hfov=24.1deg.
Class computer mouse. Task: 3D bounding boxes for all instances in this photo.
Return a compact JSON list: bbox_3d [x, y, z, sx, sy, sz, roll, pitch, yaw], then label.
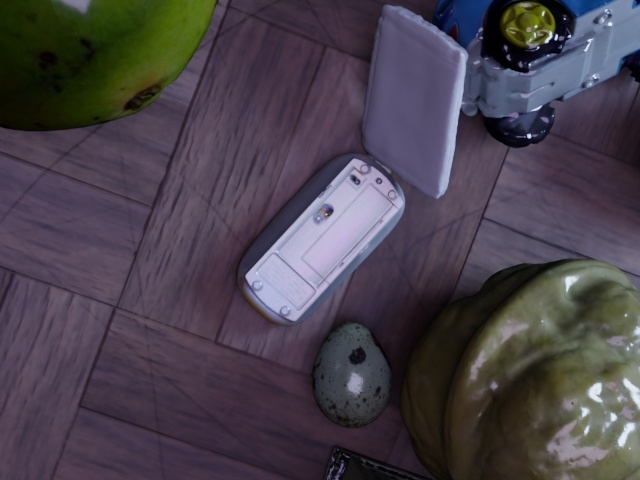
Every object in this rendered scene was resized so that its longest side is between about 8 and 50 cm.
[{"bbox_3d":[0.000,0.000,1.562,0.102,0.045,0.199,42,90,-9],"label":"computer mouse"}]

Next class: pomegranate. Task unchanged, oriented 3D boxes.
[{"bbox_3d":[-0.270,-0.269,1.384,0.310,0.216,0.358,-33,96,16],"label":"pomegranate"}]

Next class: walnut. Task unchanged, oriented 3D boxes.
[{"bbox_3d":[0.232,0.157,1.489,0.277,0.253,0.282,-36,60,-24],"label":"walnut"}]

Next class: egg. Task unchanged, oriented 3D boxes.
[{"bbox_3d":[0.033,0.141,1.564,0.085,0.085,0.110,3,83,-8],"label":"egg"}]

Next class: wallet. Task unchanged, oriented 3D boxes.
[{"bbox_3d":[0.094,-0.140,1.499,0.032,0.124,0.182,-24,136,-34],"label":"wallet"}]

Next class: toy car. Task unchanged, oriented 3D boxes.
[{"bbox_3d":[0.258,-0.237,1.515,0.314,0.198,0.166,-27,68,-6],"label":"toy car"}]

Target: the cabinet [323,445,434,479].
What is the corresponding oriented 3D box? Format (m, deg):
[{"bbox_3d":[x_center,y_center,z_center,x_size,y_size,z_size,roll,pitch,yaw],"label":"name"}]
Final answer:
[{"bbox_3d":[0.129,0.391,1.487,0.290,0.318,0.227,22,93,-10],"label":"cabinet"}]
